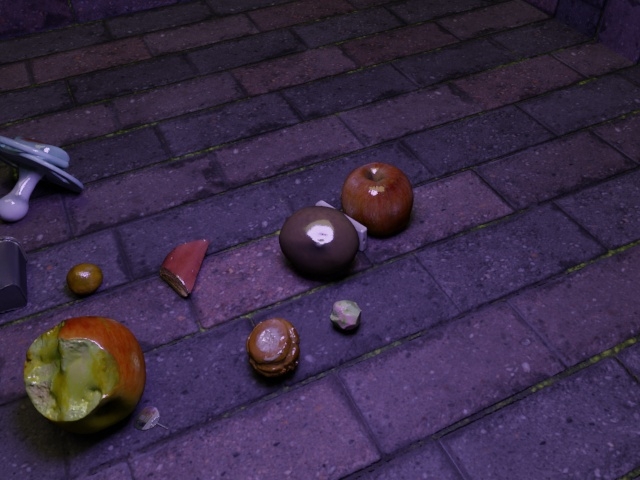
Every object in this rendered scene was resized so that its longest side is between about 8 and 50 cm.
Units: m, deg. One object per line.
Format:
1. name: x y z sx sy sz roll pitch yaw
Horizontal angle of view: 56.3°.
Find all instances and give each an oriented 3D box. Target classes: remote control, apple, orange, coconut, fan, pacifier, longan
1. remote control: 0.058 -0.045 1.732 0.190 0.087 0.029 33 55 31
2. apple: -0.505 0.293 1.298 0.246 0.246 0.226 -19 55 -17
3. orange: -0.634 0.102 1.611 0.095 0.085 0.085 -22 47 -29
4. coconut: 0.063 0.187 1.499 0.081 0.082 0.083 -13 44 -17
5. fan: -0.386 0.409 1.345 0.060 0.003 0.080 -27 49 -23
6. pacifier: -0.913 -0.188 1.829 0.343 0.288 0.269 14 73 21
7. longan: 0.000 0.000 1.618 0.220 0.196 0.196 6 44 18
8. apple: 0.164 -0.120 1.735 0.211 0.188 0.211 -2 41 2

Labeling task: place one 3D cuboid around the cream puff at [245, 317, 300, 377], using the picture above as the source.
1. cream puff: -0.108 0.259 1.417 0.126 0.103 0.144 -8 43 13

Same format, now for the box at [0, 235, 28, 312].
1. box: -0.919 0.113 1.577 0.274 0.138 0.178 -19 51 -16

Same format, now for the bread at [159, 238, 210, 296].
1. bread: -0.383 0.069 1.644 0.119 0.067 0.192 4 45 6
